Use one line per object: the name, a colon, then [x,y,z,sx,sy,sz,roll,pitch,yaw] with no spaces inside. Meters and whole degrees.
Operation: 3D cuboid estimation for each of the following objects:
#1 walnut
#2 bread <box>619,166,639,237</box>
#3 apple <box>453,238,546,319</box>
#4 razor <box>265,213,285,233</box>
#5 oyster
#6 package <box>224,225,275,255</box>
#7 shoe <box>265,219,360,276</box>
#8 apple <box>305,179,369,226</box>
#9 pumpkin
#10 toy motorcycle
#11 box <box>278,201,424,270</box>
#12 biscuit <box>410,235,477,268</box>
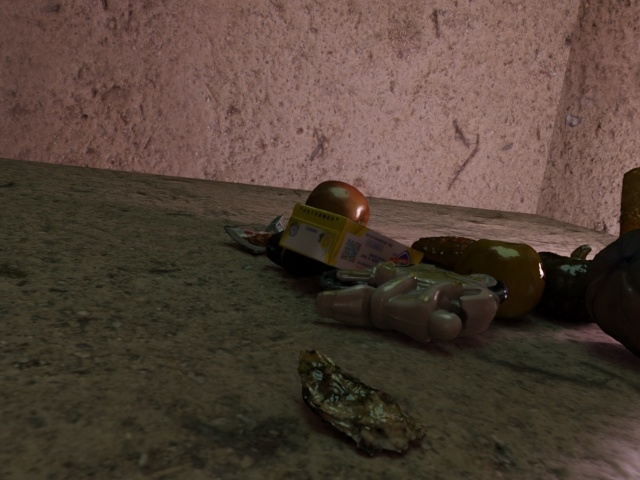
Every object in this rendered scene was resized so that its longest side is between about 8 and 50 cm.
walnut: [0.602,0.098,0.972,0.248,0.248,0.248,8,11,-1]
bread: [0.862,-0.014,1.366,0.215,0.398,0.398,1,5,32]
apple: [0.358,0.072,1.112,0.182,0.155,0.182,2,15,-1]
razor: [-0.003,0.010,1.419,0.278,0.056,0.111,21,14,0]
oyster: [0.034,0.178,0.608,0.166,0.053,0.108,21,25,24]
package: [-0.124,0.002,1.463,0.239,0.030,0.154,4,21,-46]
shoe: [-0.016,0.012,1.304,0.137,0.114,0.291,15,18,39]
apple: [0.049,-0.082,1.644,0.174,0.188,0.188,24,16,23]
pumpkin: [0.540,0.085,1.180,0.219,0.162,0.219,11,7,-1]
toy motorcycle: [0.163,0.103,0.945,0.341,0.107,0.223,3,20,3]
box: [0.069,0.019,1.158,0.265,0.097,0.168,23,-2,-44]
biscuit: [0.408,0.031,1.596,0.296,0.075,0.296,8,10,-1]
